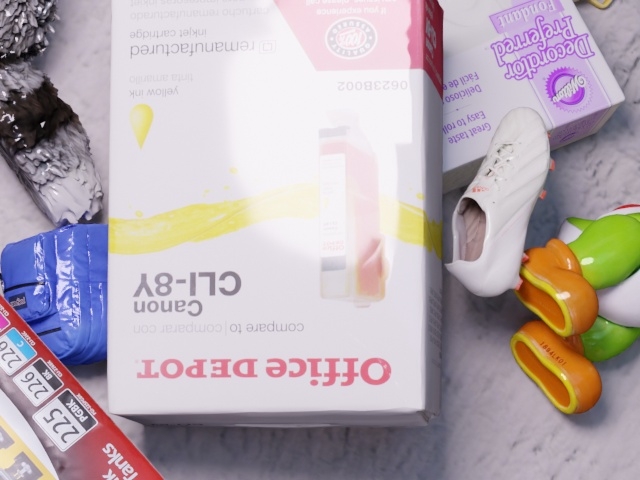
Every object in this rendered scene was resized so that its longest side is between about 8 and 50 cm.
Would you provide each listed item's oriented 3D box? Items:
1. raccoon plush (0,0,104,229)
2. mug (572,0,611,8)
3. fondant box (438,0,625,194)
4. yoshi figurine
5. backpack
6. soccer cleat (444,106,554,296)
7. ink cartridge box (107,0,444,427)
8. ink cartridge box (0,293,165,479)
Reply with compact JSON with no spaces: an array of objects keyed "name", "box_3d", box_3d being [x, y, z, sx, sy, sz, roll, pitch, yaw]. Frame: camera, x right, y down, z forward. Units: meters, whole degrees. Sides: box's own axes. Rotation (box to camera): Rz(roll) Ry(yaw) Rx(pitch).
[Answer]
[{"name":"raccoon plush","box_3d":[-0.251,-0.273,1.818,0.299,0.216,0.446,-35,110,-14]},{"name":"mug","box_3d":[0.271,-0.277,2.005,0.078,0.062,0.064,29,74,6]},{"name":"fondant box","box_3d":[0.116,-0.223,1.930,0.238,0.096,0.330,-22,77,-19]},{"name":"yoshi figurine","box_3d":[0.366,0.030,1.851,0.362,0.203,0.203,-28,92,-23]},{"name":"backpack","box_3d":[-0.232,0.053,1.742,0.101,0.098,0.120,-1,79,-39]},{"name":"soccer cleat","box_3d":[0.162,-0.043,1.782,0.076,0.068,0.196,30,62,-33]},{"name":"ink cartridge box","box_3d":[-0.035,-0.031,1.708,0.279,0.160,0.384,-1,83,8]},{"name":"ink cartridge box","box_3d":[-0.312,0.216,1.652,0.272,0.130,0.309,-40,83,-21]}]
